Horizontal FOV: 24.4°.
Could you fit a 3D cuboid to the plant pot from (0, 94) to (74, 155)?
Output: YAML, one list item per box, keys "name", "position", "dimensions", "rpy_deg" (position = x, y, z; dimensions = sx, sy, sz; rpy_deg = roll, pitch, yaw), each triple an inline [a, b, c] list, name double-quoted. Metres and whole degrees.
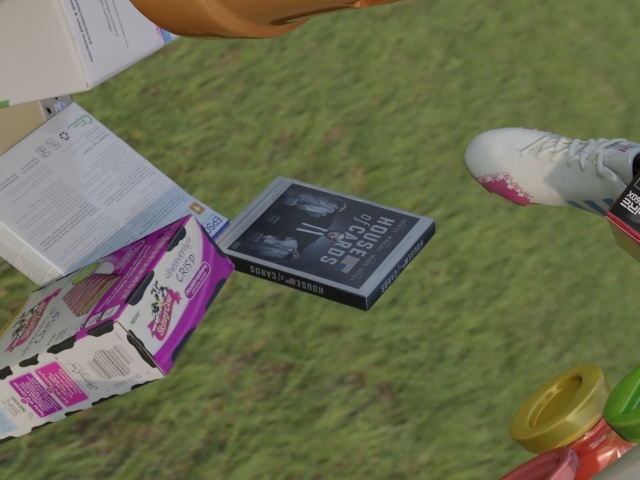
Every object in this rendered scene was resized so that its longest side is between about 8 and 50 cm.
- name: "plant pot"
  position: [-0.361, -0.139, 1.868]
  dimensions: [0.109, 0.096, 0.109]
  rpy_deg: [5, 60, -59]

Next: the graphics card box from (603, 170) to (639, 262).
- name: "graphics card box"
  position: [0.483, -0.129, 1.705]
  dimensions: [0.094, 0.371, 0.233]
  rpy_deg: [39, 2, 17]

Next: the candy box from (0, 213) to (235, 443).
- name: "candy box"
  position: [-0.206, 0.081, 1.330]
  dimensions: [0.071, 0.233, 0.159]
  rpy_deg: [52, 37, -18]

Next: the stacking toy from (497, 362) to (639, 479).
- name: "stacking toy"
  position: [0.291, 0.241, 1.461]
  dimensions: [0.130, 0.279, 0.309]
  rpy_deg: [51, 45, -11]

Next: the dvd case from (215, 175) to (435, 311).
- name: "dvd case"
  position: [0.000, 0.000, 1.879]
  dimensions: [0.179, 0.238, 0.029]
  rpy_deg: [-47, 142, -42]

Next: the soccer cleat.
- name: "soccer cleat"
  position: [0.351, -0.097, 1.941]
  dimensions: [0.143, 0.331, 0.116]
  rpy_deg: [84, 27, -60]

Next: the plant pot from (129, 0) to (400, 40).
- name: "plant pot"
  position: [-0.001, -0.279, 1.031]
  dimensions: [0.291, 0.203, 0.291]
  rpy_deg: [-20, 114, -54]

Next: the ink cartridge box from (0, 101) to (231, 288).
- name: "ink cartridge box"
  position: [-0.235, -0.023, 1.537]
  dimensions: [0.224, 0.045, 0.223]
  rpy_deg: [38, 38, 3]

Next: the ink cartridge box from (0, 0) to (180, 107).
- name: "ink cartridge box"
  position: [-0.247, -0.226, 1.453]
  dimensions: [0.278, 0.201, 0.117]
  rpy_deg: [-43, 121, -55]
